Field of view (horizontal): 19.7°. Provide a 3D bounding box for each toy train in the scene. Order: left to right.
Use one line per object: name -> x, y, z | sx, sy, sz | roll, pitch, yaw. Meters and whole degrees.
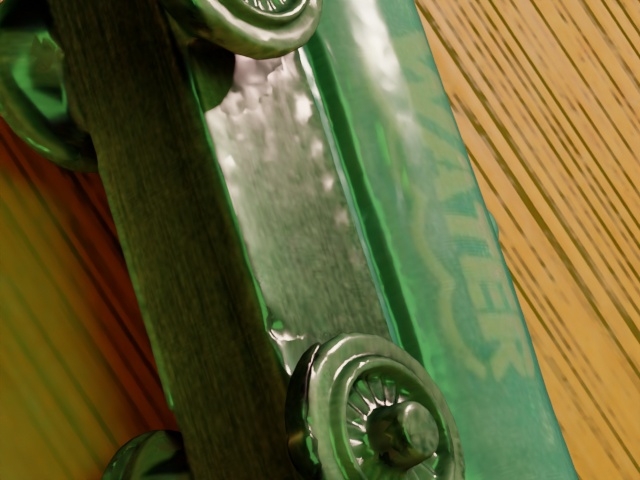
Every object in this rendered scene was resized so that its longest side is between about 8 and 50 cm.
toy train -> 0.000, 0.000, 0.515 | 0.159, 0.101, 0.248 | -2, 69, -51
